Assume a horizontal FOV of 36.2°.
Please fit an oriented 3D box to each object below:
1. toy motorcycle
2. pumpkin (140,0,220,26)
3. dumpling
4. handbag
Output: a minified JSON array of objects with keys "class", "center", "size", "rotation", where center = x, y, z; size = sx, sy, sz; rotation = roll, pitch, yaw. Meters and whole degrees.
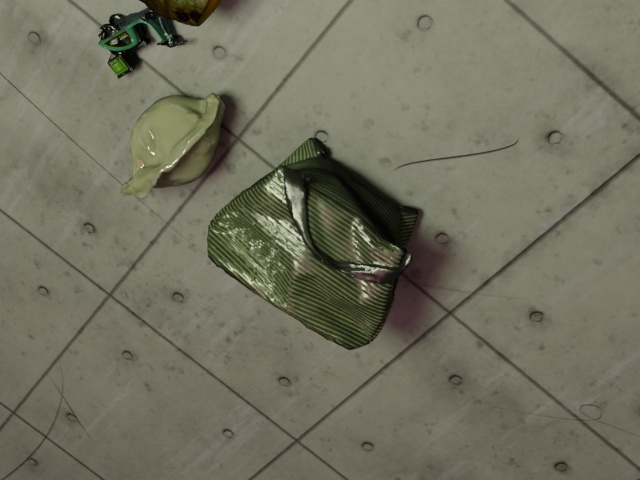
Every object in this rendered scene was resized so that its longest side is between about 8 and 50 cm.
[{"class":"toy motorcycle","center":[-0.299,-0.347,1.640],"size":[0.173,0.058,0.100],"rotation":[-22,119,31]},{"class":"pumpkin","center":[-0.172,-0.453,1.426],"size":[0.139,0.222,0.317],"rotation":[35,127,-6]},{"class":"dumpling","center":[-0.256,-0.154,1.663],"size":[0.258,0.193,0.147],"rotation":[-36,109,30]},{"class":"handbag","center":[0.000,0.000,1.656],"size":[0.340,0.247,0.240],"rotation":[35,114,-2]}]
